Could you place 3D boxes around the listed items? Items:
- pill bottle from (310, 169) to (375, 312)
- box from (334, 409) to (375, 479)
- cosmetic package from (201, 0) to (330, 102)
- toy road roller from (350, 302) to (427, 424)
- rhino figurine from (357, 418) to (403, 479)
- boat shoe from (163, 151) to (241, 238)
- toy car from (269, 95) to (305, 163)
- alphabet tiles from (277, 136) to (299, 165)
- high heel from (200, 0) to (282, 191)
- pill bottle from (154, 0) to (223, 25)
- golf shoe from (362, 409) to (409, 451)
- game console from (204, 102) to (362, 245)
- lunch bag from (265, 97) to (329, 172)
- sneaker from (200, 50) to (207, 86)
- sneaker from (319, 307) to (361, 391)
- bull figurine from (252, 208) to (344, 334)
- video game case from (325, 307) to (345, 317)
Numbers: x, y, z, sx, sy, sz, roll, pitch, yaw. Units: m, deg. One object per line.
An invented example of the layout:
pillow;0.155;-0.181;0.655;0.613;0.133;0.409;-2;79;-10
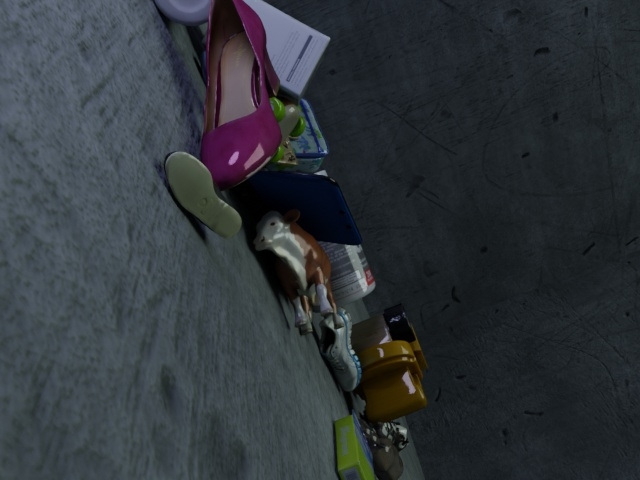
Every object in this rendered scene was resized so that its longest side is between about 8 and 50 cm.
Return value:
pill bottle;0.000;0.000;1.342;0.161;0.161;0.283;-68;137;-84
box;0.062;0.384;1.056;0.178;0.042;0.109;-91;160;-78
cosmetic package;-0.115;-0.407;1.308;0.224;0.138;0.224;29;5;-6
toy road roller;0.160;0.329;1.476;0.330;0.202;0.241;61;9;-56
rhino figurine;0.122;0.446;1.305;0.243;0.073;0.106;61;5;-50
boat shoe;-0.141;-0.054;0.703;0.042;0.049;0.133;34;-14;43
toy car;-0.150;-0.277;1.309;0.188;0.149;0.155;44;10;15
alphabet tiles;-0.131;-0.286;1.452;0.198;0.009;0.237;0;65;-50
high heel;-0.142;-0.229;0.888;0.377;0.127;0.181;-92;158;-52
pill bottle;-0.225;-0.456;1.063;0.216;0.121;0.121;-105;172;-58
golf shoe;0.171;0.486;1.578;0.077;0.093;0.198;-105;171;-47
game console;-0.061;-0.117;1.114;0.293;0.173;0.250;60;9;-65
lunch bag;-0.082;-0.280;1.587;0.090;0.176;0.219;-55;-135;47
sneaker;-0.188;-0.301;1.184;0.053;0.059;0.144;-94;161;-69
sneaker;0.031;0.245;1.315;0.083;0.071;0.191;-27;107;-50
bull figurine;-0.032;0.063;1.100;0.310;0.101;0.189;48;24;-71
video game case;0.010;0.124;1.736;0.248;0.035;0.275;56;12;-69
